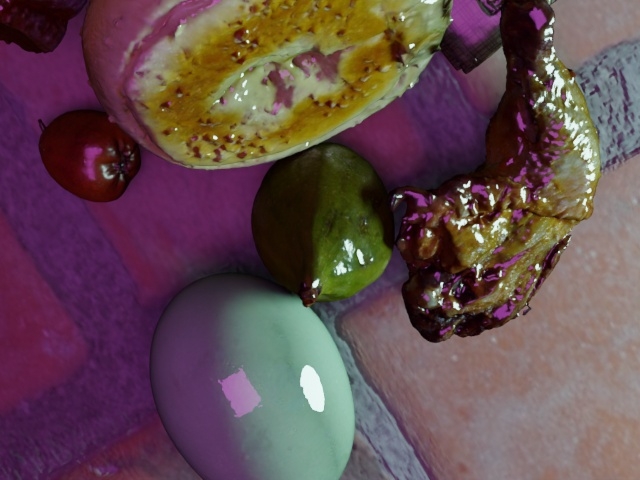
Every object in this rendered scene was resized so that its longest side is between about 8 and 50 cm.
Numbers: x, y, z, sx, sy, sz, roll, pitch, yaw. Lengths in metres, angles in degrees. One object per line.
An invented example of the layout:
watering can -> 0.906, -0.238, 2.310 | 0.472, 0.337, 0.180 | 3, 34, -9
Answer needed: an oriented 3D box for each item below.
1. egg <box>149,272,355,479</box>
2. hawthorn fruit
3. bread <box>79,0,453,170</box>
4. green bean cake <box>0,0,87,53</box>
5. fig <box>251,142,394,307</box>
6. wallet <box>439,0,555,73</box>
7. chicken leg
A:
egg -> -0.058, 0.136, 1.326 | 0.168, 0.168, 0.231 | -24, 106, 9
hawthorn fruit -> -0.209, -0.079, 1.323 | 0.093, 0.081, 0.081 | 20, 109, 27
bread -> -0.045, -0.187, 1.199 | 0.305, 0.159, 0.305 | -14, 147, -9
green bean cake -> -0.283, -0.243, 1.218 | 0.232, 0.097, 0.199 | 38, 101, 28
fig -> -0.015, -0.003, 1.283 | 0.126, 0.185, 0.133 | 8, 118, 31
wallet -> 0.095, -0.263, 1.269 | 0.124, 0.042, 0.230 | -38, 99, 18
chicken leg -> 0.153, -0.055, 1.289 | 0.177, 0.083, 0.322 | 21, 109, -32
